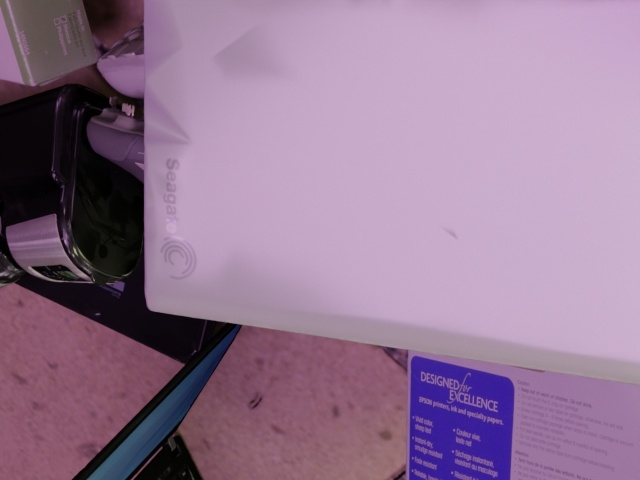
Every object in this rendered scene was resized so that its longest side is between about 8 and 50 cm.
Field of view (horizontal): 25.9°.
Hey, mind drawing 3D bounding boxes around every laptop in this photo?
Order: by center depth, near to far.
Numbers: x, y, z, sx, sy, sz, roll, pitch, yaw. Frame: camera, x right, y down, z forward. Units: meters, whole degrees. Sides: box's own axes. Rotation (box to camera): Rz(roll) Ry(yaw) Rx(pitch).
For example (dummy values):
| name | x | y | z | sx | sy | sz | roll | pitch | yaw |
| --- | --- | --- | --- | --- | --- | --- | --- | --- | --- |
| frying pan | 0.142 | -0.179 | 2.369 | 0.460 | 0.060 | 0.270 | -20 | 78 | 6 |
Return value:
| name | x | y | z | sx | sy | sz | roll | pitch | yaw |
| --- | --- | --- | --- | --- | --- | --- | --- | --- | --- |
| laptop | -0.096 | 0.216 | 0.930 | 0.136 | 0.234 | 0.264 | -12 | 110 | 34 |

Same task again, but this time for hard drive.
| name | x | y | z | sx | sy | sz | roll | pitch | yaw |
| --- | --- | --- | --- | --- | --- | --- | --- | --- | --- |
| hard drive | 0.056 | -0.043 | 0.708 | 0.307 | 0.040 | 0.203 | 7 | 106 | 18 |

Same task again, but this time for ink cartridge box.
| name | x | y | z | sx | sy | sz | roll | pitch | yaw |
| --- | --- | --- | --- | --- | --- | --- | --- | --- | --- |
| ink cartridge box | 0.126 | 0.138 | 0.815 | 0.206 | 0.045 | 0.208 | 9 | 102 | 54 |
| ink cartridge box | -0.244 | -0.194 | 0.892 | 0.235 | 0.056 | 0.171 | 16 | 127 | 49 |

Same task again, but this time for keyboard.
| name | x | y | z | sx | sy | sz | roll | pitch | yaw |
| --- | --- | --- | --- | --- | --- | --- | --- | --- | --- |
| keyboard | -0.148 | 0.007 | 0.970 | 0.180 | 0.023 | 0.108 | 23 | 118 | 15 |

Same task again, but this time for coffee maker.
| name | x | y | z | sx | sy | sz | roll | pitch | yaw |
| --- | --- | --- | --- | --- | --- | --- | --- | --- | --- |
| coffee maker | -0.211 | -0.044 | 0.902 | 0.178 | 0.120 | 0.171 | -11 | 93 | 24 |

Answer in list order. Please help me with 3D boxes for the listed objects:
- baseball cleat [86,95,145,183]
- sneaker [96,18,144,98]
| name | x | y | z | sx | sy | sz | roll | pitch | yaw |
| --- | --- | --- | --- | --- | --- | --- | --- | --- | --- |
| baseball cleat | -0.058 | -0.011 | 0.812 | 0.205 | 0.072 | 0.110 | 19 | 104 | 26 |
| sneaker | -0.028 | -0.105 | 0.808 | 0.235 | 0.090 | 0.095 | -6 | 127 | 34 |
